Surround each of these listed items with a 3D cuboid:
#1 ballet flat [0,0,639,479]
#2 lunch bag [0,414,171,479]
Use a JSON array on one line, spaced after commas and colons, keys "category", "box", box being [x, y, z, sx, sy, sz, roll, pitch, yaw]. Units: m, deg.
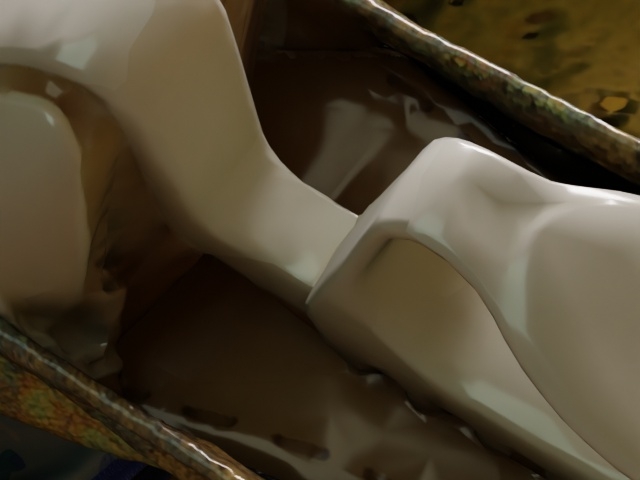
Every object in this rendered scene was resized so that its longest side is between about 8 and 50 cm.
[{"category": "ballet flat", "box": [0.000, 0.000, 0.373, 0.348, 0.123, 0.123, 31, 82, 17]}, {"category": "lunch bag", "box": [-0.090, 0.009, 0.505, 0.129, 0.096, 0.151, 21, 66, 37]}]
